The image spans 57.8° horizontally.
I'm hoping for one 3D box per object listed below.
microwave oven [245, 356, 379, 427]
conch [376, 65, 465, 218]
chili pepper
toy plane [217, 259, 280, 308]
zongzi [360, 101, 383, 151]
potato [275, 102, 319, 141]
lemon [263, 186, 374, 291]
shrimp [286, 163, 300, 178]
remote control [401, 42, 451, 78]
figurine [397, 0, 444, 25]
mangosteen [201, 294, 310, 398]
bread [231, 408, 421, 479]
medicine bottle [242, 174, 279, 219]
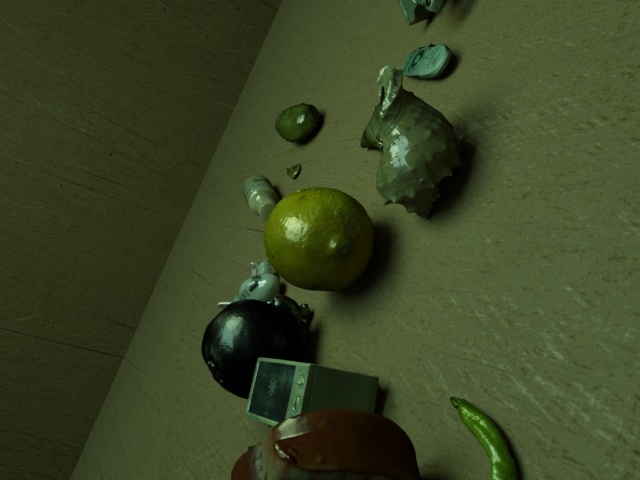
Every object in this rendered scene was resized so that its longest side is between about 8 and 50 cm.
[{"bbox_3d":[-0.016,0.326,1.182,0.240,0.194,0.145,-14,59,59],"label":"microwave oven"},{"bbox_3d":[0.202,-0.210,1.265,0.263,0.186,0.324,-148,58,-77],"label":"conch"},{"bbox_3d":[0.250,0.296,0.871,0.208,0.043,0.049,-104,20,-61],"label":"chili pepper"},{"bbox_3d":[-0.213,0.175,1.795,0.252,0.118,0.252,-40,35,37],"label":"toy plane"},{"bbox_3d":[0.152,-0.259,1.548,0.176,0.078,0.160,127,155,-45],"label":"zongzi"},{"bbox_3d":[-0.080,-0.428,2.115,0.251,0.113,0.149,10,68,56],"label":"potato"},{"bbox_3d":[0.000,0.000,1.377,0.310,0.258,0.258,6,72,67],"label":"lemon"},{"bbox_3d":[-0.096,-0.254,2.084,0.059,0.023,0.108,-50,26,7],"label":"shrimp"},{"bbox_3d":[0.278,-0.470,1.532,0.097,0.045,0.256,-59,22,9],"label":"remote control"},{"bbox_3d":[0.325,-0.737,1.548,0.285,0.167,0.342,154,116,-65],"label":"figurine"},{"bbox_3d":[-0.144,0.255,1.471,0.302,0.275,0.275,-35,11,-29],"label":"mangosteen"},{"bbox_3d":[0.010,0.403,0.925,0.327,0.295,0.114,-55,26,33],"label":"bread"},{"bbox_3d":[-0.209,-0.149,2.093,0.114,0.114,0.252,-58,26,14],"label":"medicine bottle"}]
